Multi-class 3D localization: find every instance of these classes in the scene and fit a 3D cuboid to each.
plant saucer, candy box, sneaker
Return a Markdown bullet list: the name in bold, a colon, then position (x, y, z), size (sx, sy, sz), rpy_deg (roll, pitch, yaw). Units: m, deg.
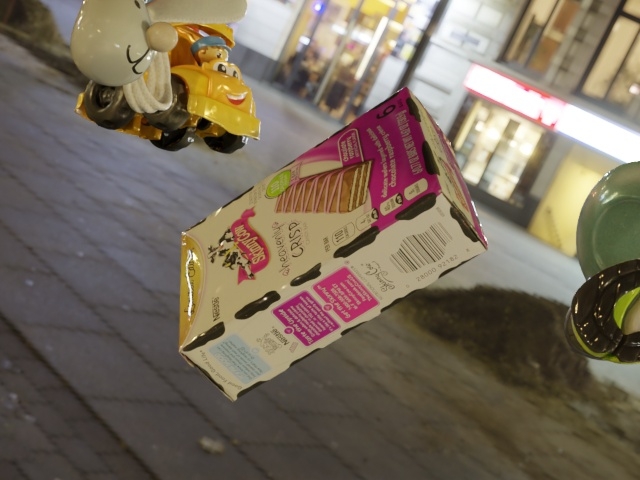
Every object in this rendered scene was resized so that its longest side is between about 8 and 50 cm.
- **plant saucer**: position (0.375, 0.001, 1.316), size (0.037, 0.194, 0.195), rpy_deg (-2, 26, -42)
- **candy box**: position (0.000, 0.000, 0.864), size (0.071, 0.233, 0.159), rpy_deg (47, 18, -31)
- **sneaker**: position (0.363, 0.043, 1.059), size (0.300, 0.111, 0.121), rpy_deg (-13, -8, -9)

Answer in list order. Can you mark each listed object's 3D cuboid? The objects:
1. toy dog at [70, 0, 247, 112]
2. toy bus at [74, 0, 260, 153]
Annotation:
- **toy dog**: position (-0.121, -0.291, 1.036), size (0.161, 0.333, 0.220), rpy_deg (-2, -11, 15)
- **toy bus**: position (-0.176, -0.225, 1.398), size (0.220, 0.211, 0.149), rpy_deg (7, -8, 35)
